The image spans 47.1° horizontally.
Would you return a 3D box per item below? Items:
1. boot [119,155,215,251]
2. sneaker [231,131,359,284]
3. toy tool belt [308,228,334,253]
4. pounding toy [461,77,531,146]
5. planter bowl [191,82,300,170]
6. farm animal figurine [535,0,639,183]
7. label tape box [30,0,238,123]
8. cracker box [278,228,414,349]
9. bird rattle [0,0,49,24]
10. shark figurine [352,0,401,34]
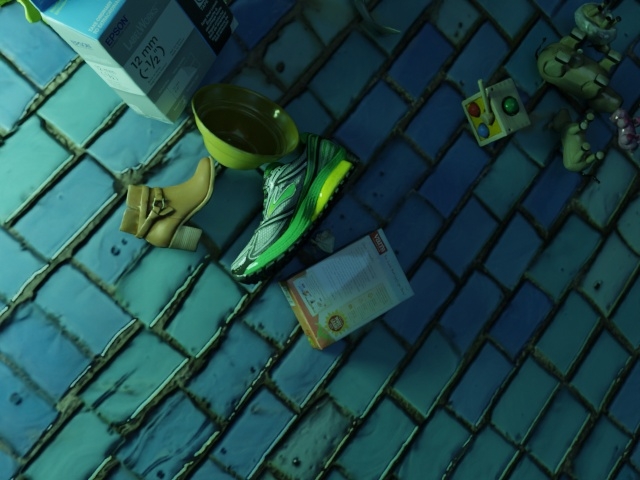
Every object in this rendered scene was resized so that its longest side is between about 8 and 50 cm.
[{"bbox_3d":[-0.285,-0.085,1.386,0.152,0.073,0.197,16,77,-12],"label":"boot"},{"bbox_3d":[-0.072,-0.061,1.440,0.146,0.134,0.344,33,72,3],"label":"sneaker"},{"bbox_3d":[0.000,0.000,1.471,0.051,0.083,0.052,7,92,-4],"label":"toy tool belt"},{"bbox_3d":[0.372,-0.284,1.593,0.100,0.141,0.130,-25,92,-19],"label":"pounding toy"},{"bbox_3d":[-0.155,-0.200,1.411,0.217,0.090,0.217,18,39,-16],"label":"planter bowl"},{"bbox_3d":[0.614,-0.336,1.679,0.330,0.172,0.327,-41,85,-10],"label":"farm animal figurine"},{"bbox_3d":[-0.317,-0.408,1.282,0.115,0.348,0.249,21,73,30],"label":"label tape box"},{"bbox_3d":[0.054,0.096,1.482,0.232,0.067,0.156,-28,94,-18],"label":"cracker box"},{"bbox_3d":[-0.526,-0.508,1.270,0.143,0.253,0.207,5,59,-19],"label":"bird rattle"},{"bbox_3d":[0.102,-0.570,1.550,0.166,0.116,0.278,6,80,-17],"label":"shark figurine"}]
